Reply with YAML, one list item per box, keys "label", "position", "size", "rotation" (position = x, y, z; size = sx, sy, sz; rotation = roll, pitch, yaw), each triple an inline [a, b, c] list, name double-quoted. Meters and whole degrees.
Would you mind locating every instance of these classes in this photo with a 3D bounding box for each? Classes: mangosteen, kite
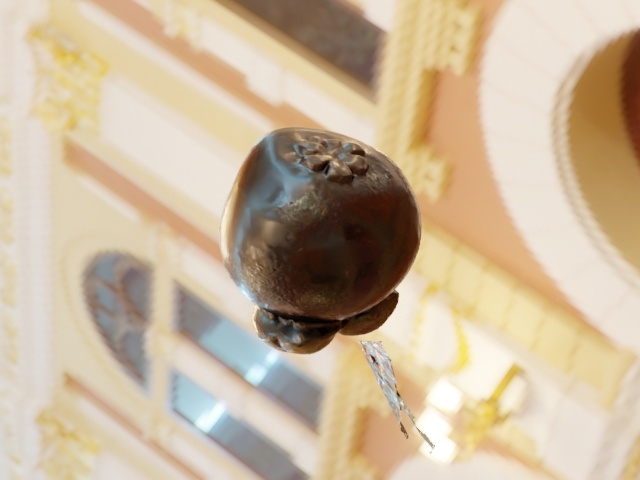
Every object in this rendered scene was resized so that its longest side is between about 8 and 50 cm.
- label: "mangosteen"
  position: [0.000, 0.000, 2.062]
  size: [0.243, 0.243, 0.243]
  rotation: [-44, -24, -26]
- label: "kite"
  position: [0.068, 0.140, 1.758]
  size: [0.011, 0.156, 0.139]
  rotation: [-27, -41, -9]
